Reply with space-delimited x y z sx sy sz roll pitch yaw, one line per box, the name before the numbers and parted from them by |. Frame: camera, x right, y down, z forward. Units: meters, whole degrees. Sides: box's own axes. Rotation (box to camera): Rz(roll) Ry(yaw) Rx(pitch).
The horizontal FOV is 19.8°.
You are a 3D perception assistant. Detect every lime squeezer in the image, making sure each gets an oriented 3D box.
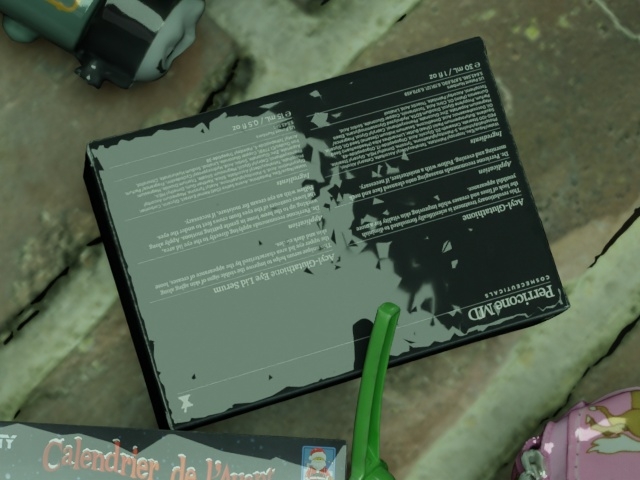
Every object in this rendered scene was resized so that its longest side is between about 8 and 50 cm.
lime squeezer | 0.050 0.188 1.133 0.059 0.110 0.310 -27 104 -32

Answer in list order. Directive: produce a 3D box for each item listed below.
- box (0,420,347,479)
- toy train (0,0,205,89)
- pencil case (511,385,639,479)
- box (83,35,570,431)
box | -0.110 0.138 1.099 0.233 0.159 0.044 4 81 -7
toy train | -0.200 -0.236 1.161 0.334 0.142 0.190 30 91 -5
pencil case | 0.189 0.271 1.037 0.167 0.160 0.386 -3 46 5
box | 0.000 0.000 1.165 0.261 0.103 0.184 -16 82 -11
